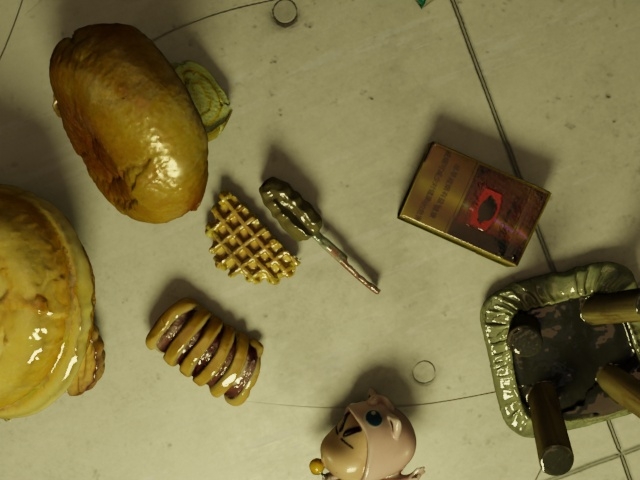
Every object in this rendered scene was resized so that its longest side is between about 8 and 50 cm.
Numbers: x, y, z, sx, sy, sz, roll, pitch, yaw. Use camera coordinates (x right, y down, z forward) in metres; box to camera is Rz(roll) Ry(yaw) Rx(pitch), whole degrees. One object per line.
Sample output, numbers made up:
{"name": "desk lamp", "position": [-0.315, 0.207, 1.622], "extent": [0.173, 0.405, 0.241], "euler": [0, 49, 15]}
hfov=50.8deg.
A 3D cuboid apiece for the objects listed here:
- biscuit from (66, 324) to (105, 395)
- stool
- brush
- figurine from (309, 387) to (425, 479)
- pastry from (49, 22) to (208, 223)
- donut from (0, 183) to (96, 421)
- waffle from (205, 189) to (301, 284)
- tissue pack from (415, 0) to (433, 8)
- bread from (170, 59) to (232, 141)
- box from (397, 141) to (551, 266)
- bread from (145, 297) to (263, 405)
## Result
{"name": "biscuit", "position": [-0.459, 0.204, 1.285], "extent": [0.118, 0.061, 0.183], "euler": [-12, 96, 19]}
{"name": "stool", "position": [0.473, 0.220, 1.200], "extent": [0.311, 0.226, 0.310], "euler": [-16, 97, 2]}
{"name": "brush", "position": [0.000, 0.000, 1.260], "extent": [0.301, 0.084, 0.071], "euler": [44, 93, -9]}
{"name": "figurine", "position": [0.080, 0.431, 1.255], "extent": [0.186, 0.176, 0.287], "euler": [-1, 111, -24]}
{"name": "pastry", "position": [-0.317, -0.186, 1.122], "extent": [0.164, 0.356, 0.356], "euler": [-30, 95, -27]}
{"name": "donut", "position": [-0.589, 0.108, 1.179], "extent": [0.449, 0.198, 0.448], "euler": [0, 89, 17]}
{"name": "waffle", "position": [-0.125, 0.001, 1.273], "extent": [0.192, 0.046, 0.160], "euler": [14, 96, -2]}
{"name": "tissue pack", "position": [0.183, -0.490, 1.206], "extent": [0.079, 0.085, 0.111], "euler": [-36, 93, 3]}
{"name": "bread", "position": [-0.235, -0.253, 1.227], "extent": [0.117, 0.064, 0.156], "euler": [-29, 91, -31]}
{"name": "box", "position": [0.281, -0.066, 1.253], "extent": [0.240, 0.071, 0.159], "euler": [24, 93, -1]}
{"name": "bread", "position": [-0.214, 0.210, 1.275], "extent": [0.225, 0.081, 0.134], "euler": [34, 93, -2]}
